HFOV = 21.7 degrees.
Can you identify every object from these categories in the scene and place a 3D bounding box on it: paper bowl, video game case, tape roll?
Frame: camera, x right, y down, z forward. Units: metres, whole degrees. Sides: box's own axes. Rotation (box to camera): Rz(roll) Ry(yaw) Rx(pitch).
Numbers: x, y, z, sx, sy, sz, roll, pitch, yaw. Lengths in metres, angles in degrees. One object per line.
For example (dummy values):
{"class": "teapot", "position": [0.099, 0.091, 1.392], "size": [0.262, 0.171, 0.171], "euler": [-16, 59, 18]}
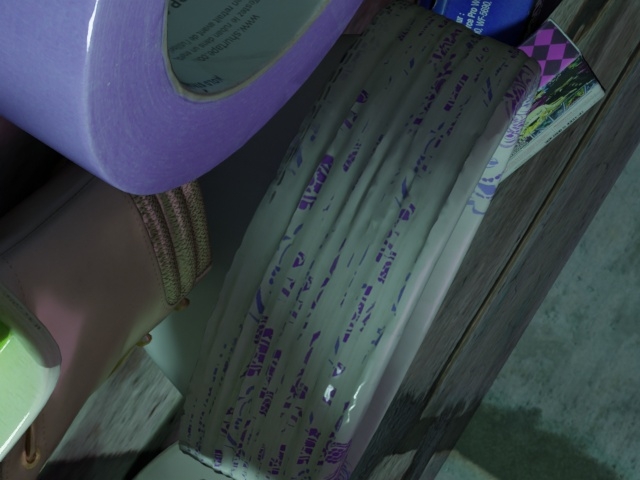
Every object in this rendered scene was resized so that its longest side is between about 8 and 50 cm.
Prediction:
{"class": "paper bowl", "position": [0.000, 0.000, 0.933], "size": [0.284, 0.148, 0.284], "euler": [25, 90, -84]}
{"class": "video game case", "position": [0.114, -0.067, 1.299], "size": [0.232, 0.042, 0.210], "euler": [-40, 169, 10]}
{"class": "tape roll", "position": [-0.039, -0.157, 0.645], "size": [0.275, 0.090, 0.275], "euler": [-52, 165, -20]}

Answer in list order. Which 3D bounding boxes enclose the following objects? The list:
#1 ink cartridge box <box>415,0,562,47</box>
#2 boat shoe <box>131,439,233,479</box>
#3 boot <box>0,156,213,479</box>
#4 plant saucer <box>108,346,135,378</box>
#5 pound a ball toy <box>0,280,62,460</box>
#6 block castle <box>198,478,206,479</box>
{"class": "ink cartridge box", "position": [0.179, -0.251, 1.242], "size": [0.333, 0.065, 0.165], "euler": [-48, 163, -33]}
{"class": "boat shoe", "position": [-0.119, 0.264, 1.229], "size": [0.340, 0.127, 0.158], "euler": [-51, 173, 2]}
{"class": "boot", "position": [-0.141, 0.074, 0.785], "size": [0.203, 0.095, 0.262], "euler": [-49, 161, -38]}
{"class": "plant saucer", "position": [-0.120, 0.049, 0.946], "size": [0.083, 0.015, 0.083], "euler": [-52, 165, -21]}
{"class": "pound a ball toy", "position": [-0.209, 0.098, 0.482], "size": [0.319, 0.136, 0.208], "euler": [-48, -179, 27]}
{"class": "block castle", "position": [-0.141, 0.319, 0.760], "size": [0.303, 0.213, 0.453], "euler": [-44, 173, 21]}
